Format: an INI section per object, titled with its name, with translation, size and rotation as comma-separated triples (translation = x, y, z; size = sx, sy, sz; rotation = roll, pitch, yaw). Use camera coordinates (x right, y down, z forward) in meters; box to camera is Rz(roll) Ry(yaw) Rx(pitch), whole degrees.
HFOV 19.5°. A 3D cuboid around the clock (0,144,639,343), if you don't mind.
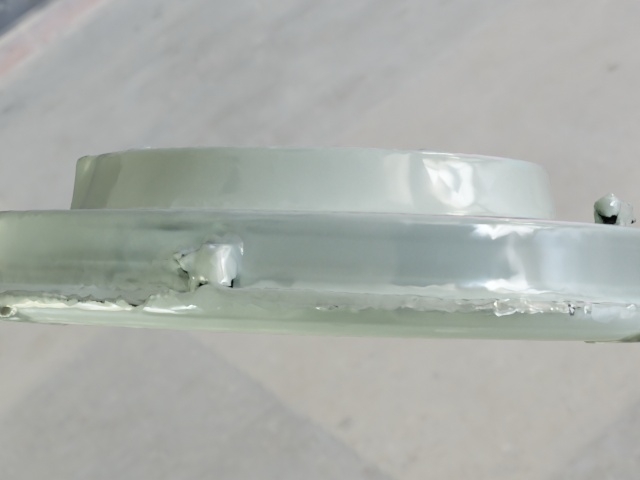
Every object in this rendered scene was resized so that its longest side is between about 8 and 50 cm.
[clock]
translation = 0.000, 0.000, 0.548
size = 0.236, 0.053, 0.236
rotation = 3, 1, 0
